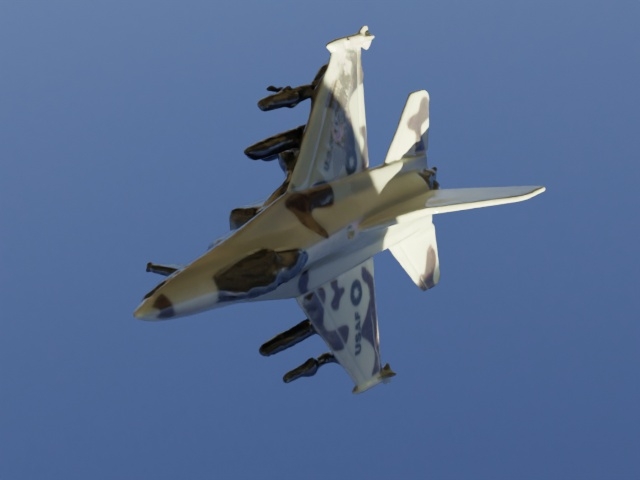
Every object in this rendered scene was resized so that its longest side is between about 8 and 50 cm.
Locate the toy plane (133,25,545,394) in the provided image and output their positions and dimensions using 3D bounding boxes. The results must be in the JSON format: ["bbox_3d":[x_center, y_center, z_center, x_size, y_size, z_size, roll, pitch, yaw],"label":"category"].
[{"bbox_3d":[-0.008,-0.003,0.685,0.082,0.160,0.234,10,-161,44],"label":"toy plane"}]
